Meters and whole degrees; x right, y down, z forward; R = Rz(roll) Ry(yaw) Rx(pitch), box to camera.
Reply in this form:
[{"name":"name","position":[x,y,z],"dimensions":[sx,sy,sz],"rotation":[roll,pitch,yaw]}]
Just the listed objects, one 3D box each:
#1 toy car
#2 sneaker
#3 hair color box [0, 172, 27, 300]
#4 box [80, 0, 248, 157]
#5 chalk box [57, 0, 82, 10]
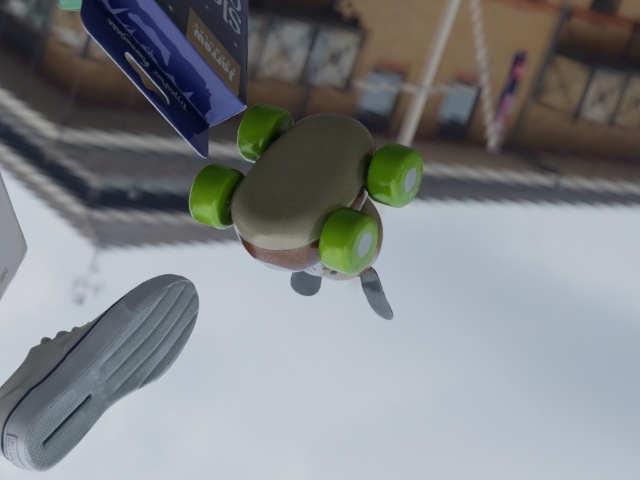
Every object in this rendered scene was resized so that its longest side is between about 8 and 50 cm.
[{"name":"toy car","position":[0.000,0.000,1.605],"dimensions":[0.155,0.188,0.149],"rotation":[19,-124,26]},{"name":"sneaker","position":[-0.218,0.107,1.758],"dimensions":[0.091,0.094,0.258],"rotation":[17,-138,34]},{"name":"hair color box","position":[-0.205,-0.055,0.560],"dimensions":[0.110,0.339,0.185],"rotation":[8,-132,16]},{"name":"box","position":[-0.096,-0.169,1.233],"dimensions":[0.136,0.036,0.225],"rotation":[49,-153,-36]},{"name":"chalk box","position":[-0.167,-0.285,1.706],"dimensions":[0.132,0.132,0.213],"rotation":[4,-152,20]}]
